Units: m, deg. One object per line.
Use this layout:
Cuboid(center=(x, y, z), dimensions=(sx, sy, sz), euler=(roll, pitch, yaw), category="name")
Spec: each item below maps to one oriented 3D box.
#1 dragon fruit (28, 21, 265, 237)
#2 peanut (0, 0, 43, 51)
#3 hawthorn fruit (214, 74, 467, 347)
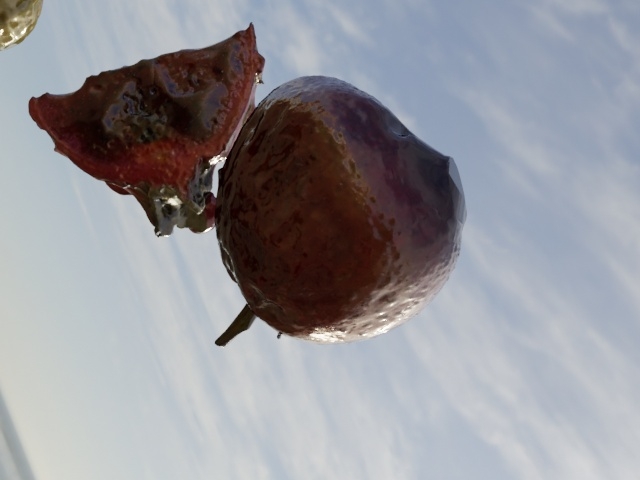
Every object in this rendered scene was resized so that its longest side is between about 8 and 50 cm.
Cuboid(center=(-0.168, -0.097, 1.161), dimensions=(0.134, 0.262, 0.211), euler=(74, 1, -61), category="dragon fruit")
Cuboid(center=(-0.302, -0.192, 0.884), dimensions=(0.194, 0.093, 0.083), euler=(-8, -92, 45), category="peanut")
Cuboid(center=(0.000, 0.000, 0.933), dimensions=(0.230, 0.210, 0.266), euler=(44, -73, 34), category="hawthorn fruit")
